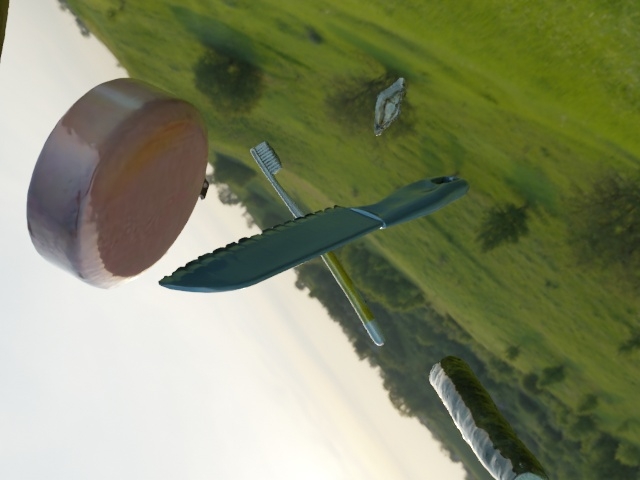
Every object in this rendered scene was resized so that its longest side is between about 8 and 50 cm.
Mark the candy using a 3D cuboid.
[{"bbox_3d":[-0.224,-0.065,0.746,0.094,0.255,0.255,25,171,12],"label":"candy"}]

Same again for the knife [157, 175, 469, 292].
[{"bbox_3d":[0.022,-0.015,0.417,0.044,0.019,0.313,26,-152,29],"label":"knife"}]

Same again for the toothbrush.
[{"bbox_3d":[0.000,0.000,0.766,0.288,0.024,0.021,57,-166,8],"label":"toothbrush"}]

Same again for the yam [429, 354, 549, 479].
[{"bbox_3d":[0.194,0.218,0.764,0.061,0.061,0.274,50,-176,-16],"label":"yam"}]

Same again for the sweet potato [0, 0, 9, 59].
[{"bbox_3d":[-0.251,-0.102,0.415,0.075,0.274,0.075,21,-165,-6],"label":"sweet potato"}]

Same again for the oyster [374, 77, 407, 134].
[{"bbox_3d":[0.111,-0.211,0.991,0.034,0.093,0.051,13,-131,-28],"label":"oyster"}]
